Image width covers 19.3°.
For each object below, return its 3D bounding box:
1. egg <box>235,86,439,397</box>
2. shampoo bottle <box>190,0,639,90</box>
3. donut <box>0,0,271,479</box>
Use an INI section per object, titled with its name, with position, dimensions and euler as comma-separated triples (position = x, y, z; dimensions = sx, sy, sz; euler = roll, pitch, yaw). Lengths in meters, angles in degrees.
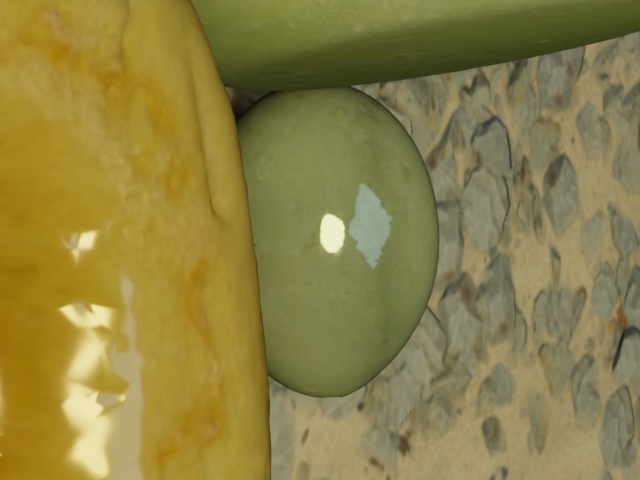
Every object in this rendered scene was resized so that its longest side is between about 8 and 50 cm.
[egg]
position = 0.000, 0.000, 0.892
dimensions = 0.114, 0.114, 0.152
euler = -20, 107, -52
[shampoo bottle]
position = 0.037, -0.231, 0.767
dimensions = 0.322, 0.322, 0.317
euler = -11, 92, -54
[donut]
position = -0.171, 0.044, 0.587
dimensions = 0.449, 0.198, 0.448
euler = -3, 93, -54
